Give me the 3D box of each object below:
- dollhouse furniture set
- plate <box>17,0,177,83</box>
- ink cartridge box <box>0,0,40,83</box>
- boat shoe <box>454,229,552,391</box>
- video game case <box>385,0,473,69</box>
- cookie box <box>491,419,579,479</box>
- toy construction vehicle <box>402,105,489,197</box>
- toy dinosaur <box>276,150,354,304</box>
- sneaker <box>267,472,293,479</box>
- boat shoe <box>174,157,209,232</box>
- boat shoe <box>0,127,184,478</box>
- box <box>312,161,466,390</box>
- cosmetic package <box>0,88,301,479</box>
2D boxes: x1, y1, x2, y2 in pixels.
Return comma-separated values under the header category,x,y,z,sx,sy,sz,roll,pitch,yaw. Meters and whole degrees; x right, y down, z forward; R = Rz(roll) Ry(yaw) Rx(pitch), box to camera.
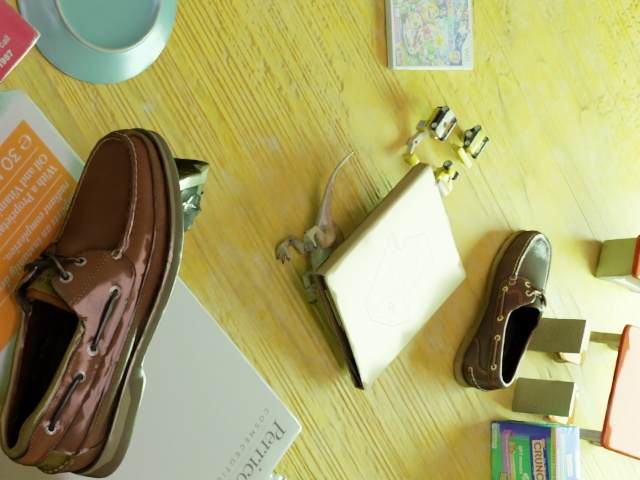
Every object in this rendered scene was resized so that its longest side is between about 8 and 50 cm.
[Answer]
category,x,y,z,sx,sy,sz,roll,pitch,yaw
dollhouse furniture set,0.383,0.128,2.354,0.262,0.135,0.259,20,78,-37
plate,-0.213,-0.247,1.947,0.188,0.024,0.188,-1,91,-39
ink cartridge box,-0.471,-0.195,1.616,0.384,0.160,0.279,47,62,-18
boat shoe,0.225,0.081,2.269,0.073,0.073,0.207,35,68,-32
video game case,0.123,-0.235,2.225,0.122,0.011,0.087,-4,92,-39
cookie box,0.244,0.252,2.260,0.040,0.107,0.092,-1,90,-39
toy construction vehicle,0.138,-0.105,2.227,0.098,0.035,0.086,-58,133,-20
toy dinosaur,0.000,0.000,2.112,0.092,0.053,0.183,-20,111,-52
sneaker,-0.039,0.271,2.061,0.212,0.080,0.094,-16,76,-43
boat shoe,-0.150,-0.036,1.904,0.223,0.080,0.073,-50,141,-79
boat shoe,-0.197,0.046,1.682,0.104,0.111,0.307,15,78,-41
box,0.078,0.039,2.151,0.201,0.021,0.164,-47,132,-33
cosmetic package,-0.244,0.104,1.823,0.453,0.161,0.230,52,57,-28
